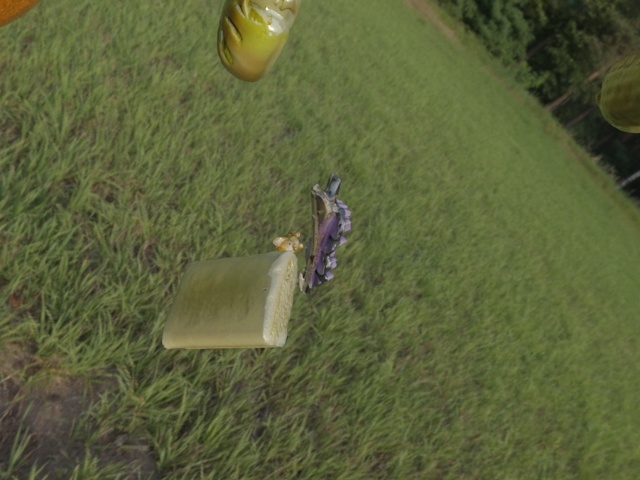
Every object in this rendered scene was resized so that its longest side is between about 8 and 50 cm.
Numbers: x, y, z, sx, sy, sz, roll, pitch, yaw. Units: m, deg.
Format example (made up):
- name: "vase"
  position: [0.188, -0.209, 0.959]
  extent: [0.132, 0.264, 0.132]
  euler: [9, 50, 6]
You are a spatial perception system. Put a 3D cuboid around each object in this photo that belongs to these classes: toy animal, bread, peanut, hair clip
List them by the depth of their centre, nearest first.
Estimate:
- name: "bread"
  position: [-0.118, 0.084, 0.715]
  extent: [0.060, 0.178, 0.139]
  euler: [47, 46, -43]
- name: "peanut"
  position: [0.489, -0.211, 0.728]
  extent: [0.147, 0.148, 0.319]
  euler: [49, 8, 2]
- name: "bread"
  position: [-0.098, -0.359, 0.833]
  extent: [0.105, 0.213, 0.213]
  euler: [19, 33, -17]
- name: "toy animal"
  position: [-0.075, 0.012, 1.097]
  extent: [0.083, 0.081, 0.060]
  euler: [-36, 120, -56]
- name: "hair clip"
  position: [0.000, 0.000, 1.099]
  extent: [0.085, 0.292, 0.106]
  euler: [-14, 43, -32]

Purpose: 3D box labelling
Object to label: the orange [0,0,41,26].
- name: "orange"
  position: [-0.359, -0.308, 0.448]
  extent: [0.284, 0.226, 0.283]
  euler: [17, 48, -21]
